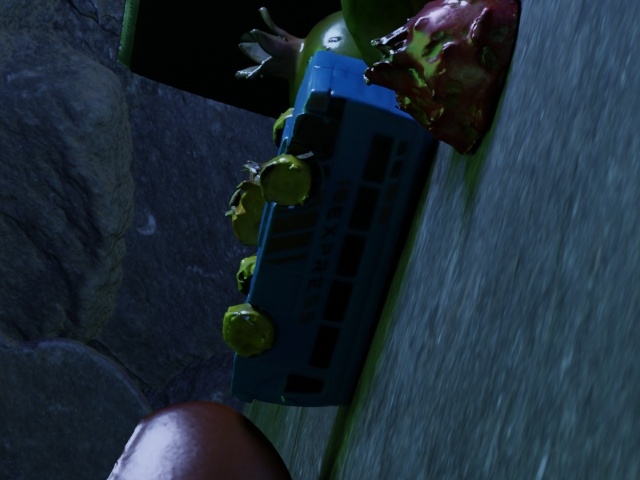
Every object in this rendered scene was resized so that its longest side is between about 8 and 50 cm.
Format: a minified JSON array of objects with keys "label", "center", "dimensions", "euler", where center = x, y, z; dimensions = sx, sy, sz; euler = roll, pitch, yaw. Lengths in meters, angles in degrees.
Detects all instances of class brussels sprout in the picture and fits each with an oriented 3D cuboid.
[{"label":"brussels sprout","center":[0.092,-0.225,1.400],"dimensions":[0.155,0.155,0.117],"euler":[113,160,-63]}]

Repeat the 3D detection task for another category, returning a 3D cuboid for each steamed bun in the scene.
[{"label":"steamed bun","center":[-0.147,0.376,1.635],"dimensions":[0.235,0.248,0.379],"euler":[113,-178,-48]}]

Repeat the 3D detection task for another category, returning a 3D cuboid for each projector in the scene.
[{"label":"projector","center":[-0.062,-0.378,2.225],"dimensions":[0.395,0.405,0.242],"euler":[110,175,-58]}]

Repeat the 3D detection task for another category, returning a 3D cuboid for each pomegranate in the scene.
[{"label":"pomegranate","center":[0.011,-0.208,1.872],"dimensions":[0.181,0.224,0.181],"euler":[-160,90,-79]}]

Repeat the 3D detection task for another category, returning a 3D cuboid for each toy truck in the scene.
[{"label":"toy truck","center":[0.000,0.000,1.643],"dimensions":[0.161,0.162,0.384],"euler":[-83,8,-65]}]

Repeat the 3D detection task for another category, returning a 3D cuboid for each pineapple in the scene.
[{"label":"pineapple","center":[-0.008,-0.057,2.111],"dimensions":[0.186,0.236,0.114],"euler":[53,147,33]}]

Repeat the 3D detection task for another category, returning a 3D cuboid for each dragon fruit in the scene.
[{"label":"dragon fruit","center":[0.097,-0.159,1.284],"dimensions":[0.153,0.111,0.153],"euler":[-163,90,-83]}]
